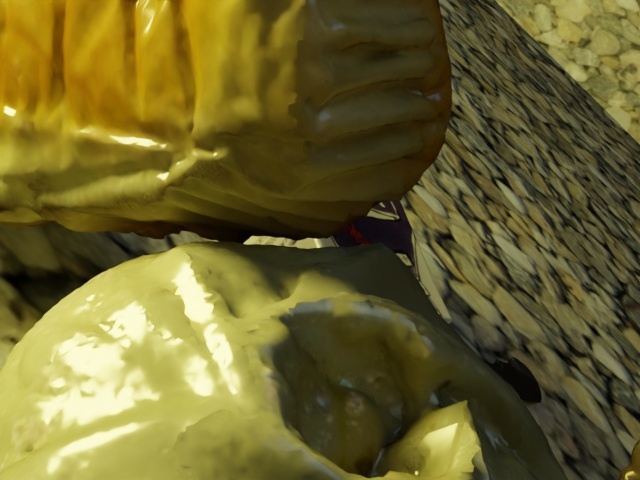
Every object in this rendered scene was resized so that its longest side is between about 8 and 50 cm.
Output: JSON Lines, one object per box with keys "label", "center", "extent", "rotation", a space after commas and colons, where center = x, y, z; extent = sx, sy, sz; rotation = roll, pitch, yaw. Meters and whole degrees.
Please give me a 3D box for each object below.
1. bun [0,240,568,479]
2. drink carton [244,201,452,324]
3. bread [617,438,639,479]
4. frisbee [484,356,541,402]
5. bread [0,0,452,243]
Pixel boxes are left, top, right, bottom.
{"label": "bun", "center": [0.007, 0.141, 0.512], "extent": [0.365, 0.219, 0.365], "rotation": [34, 30, -23]}
{"label": "drink carton", "center": [-0.001, 0.000, 0.839], "extent": [0.134, 0.102, 0.222], "rotation": [23, 34, -38]}
{"label": "bread", "center": [0.405, 0.219, 0.637], "extent": [0.390, 0.371, 0.279], "rotation": [39, -2, 41]}
{"label": "frisbee", "center": [0.126, 0.113, 0.939], "extent": [0.187, 0.012, 0.211], "rotation": [47, 27, 11]}
{"label": "bread", "center": [-0.115, -0.104, 0.593], "extent": [0.389, 0.236, 0.183], "rotation": [14, 19, 32]}
